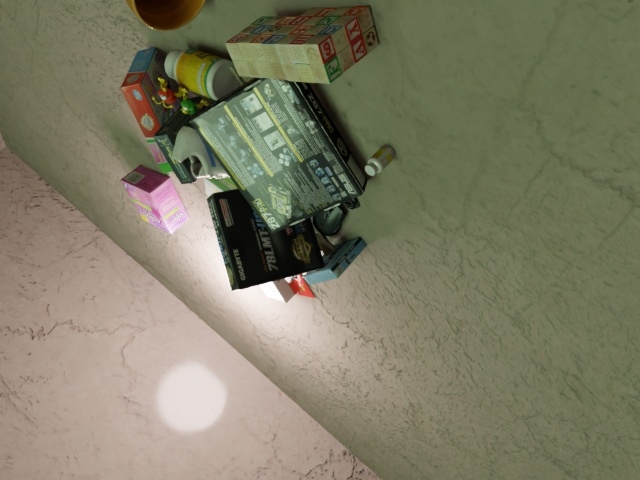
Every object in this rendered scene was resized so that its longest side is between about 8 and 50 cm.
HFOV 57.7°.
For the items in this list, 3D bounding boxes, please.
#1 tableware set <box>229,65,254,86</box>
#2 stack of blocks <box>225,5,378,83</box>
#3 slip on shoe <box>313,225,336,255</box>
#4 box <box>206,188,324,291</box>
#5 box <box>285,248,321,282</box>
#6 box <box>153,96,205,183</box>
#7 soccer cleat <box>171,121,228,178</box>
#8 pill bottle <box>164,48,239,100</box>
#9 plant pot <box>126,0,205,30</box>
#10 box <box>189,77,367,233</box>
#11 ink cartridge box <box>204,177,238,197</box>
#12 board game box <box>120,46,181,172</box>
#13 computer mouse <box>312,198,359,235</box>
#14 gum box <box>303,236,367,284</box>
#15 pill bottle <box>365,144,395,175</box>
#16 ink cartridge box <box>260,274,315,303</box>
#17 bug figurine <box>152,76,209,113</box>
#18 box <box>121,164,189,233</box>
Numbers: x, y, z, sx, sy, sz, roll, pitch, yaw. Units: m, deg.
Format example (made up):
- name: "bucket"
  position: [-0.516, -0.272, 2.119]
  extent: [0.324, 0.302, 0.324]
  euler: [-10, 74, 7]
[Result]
- name: "tableware set"
  position: [-0.146, -0.414, 1.578]
  extent: [0.128, 0.039, 0.194]
  euler: [-2, 135, 38]
- name: "stack of blocks"
  position: [-0.046, -0.433, 1.278]
  extent: [0.297, 0.171, 0.087]
  euler: [18, 143, 40]
- name: "slip on shoe"
  position: [0.000, 0.000, 1.896]
  extent: [0.135, 0.041, 0.051]
  euler: [48, -171, 37]
- name: "box"
  position: [-0.163, -0.021, 1.755]
  extent: [0.073, 0.294, 0.295]
  euler: [-25, 79, 59]
- name: "box"
  position: [-0.134, 0.003, 2.014]
  extent: [0.247, 0.142, 0.163]
  euler: [44, 152, 1]
- name: "box"
  position: [-0.411, -0.319, 1.843]
  extent: [0.059, 0.232, 0.183]
  euler: [-4, 131, 25]
- name: "soccer cleat"
  position: [-0.325, -0.242, 1.815]
  extent: [0.116, 0.143, 0.331]
  euler: [21, 175, 43]
- name: "pill bottle"
  position: [-0.343, -0.479, 1.658]
  extent: [0.209, 0.117, 0.117]
  euler: [26, 147, 30]
- name: "plant pot"
  position: [-0.414, -0.661, 1.442]
  extent: [0.188, 0.205, 0.205]
  euler: [48, 156, 26]
- name: "box"
  position: [-0.106, -0.237, 1.557]
  extent: [0.319, 0.097, 0.394]
  euler: [-24, 114, 25]
- name: "ink cartridge box"
  position: [-0.333, -0.192, 2.052]
  extent: [0.171, 0.056, 0.235]
  euler: [36, 153, 15]
- name: "board game box"
  position: [-0.514, -0.414, 1.857]
  extent: [0.064, 0.242, 0.316]
  euler: [-10, 132, 8]
- name: "computer mouse"
  position: [-0.001, -0.104, 1.784]
  extent: [0.184, 0.060, 0.262]
  euler: [42, 152, 2]
- name: "gum box"
  position: [0.044, 0.067, 1.855]
  extent: [0.041, 0.157, 0.184]
  euler: [50, 151, -12]
- name: "pill bottle"
  position: [0.146, -0.197, 1.442]
  extent: [0.043, 0.083, 0.043]
  euler: [32, 149, 22]
- name: "ink cartridge box"
  position: [-0.186, 0.127, 2.333]
  extent: [0.261, 0.066, 0.296]
  euler: [8, 136, 49]
- name: "bug figurine"
  position: [-0.342, -0.378, 1.698]
  extent: [0.279, 0.072, 0.216]
  euler: [23, -176, 2]
- name: "box"
  position: [-0.725, -0.181, 2.555]
  extent: [0.214, 0.117, 0.242]
  euler: [23, 146, 33]
